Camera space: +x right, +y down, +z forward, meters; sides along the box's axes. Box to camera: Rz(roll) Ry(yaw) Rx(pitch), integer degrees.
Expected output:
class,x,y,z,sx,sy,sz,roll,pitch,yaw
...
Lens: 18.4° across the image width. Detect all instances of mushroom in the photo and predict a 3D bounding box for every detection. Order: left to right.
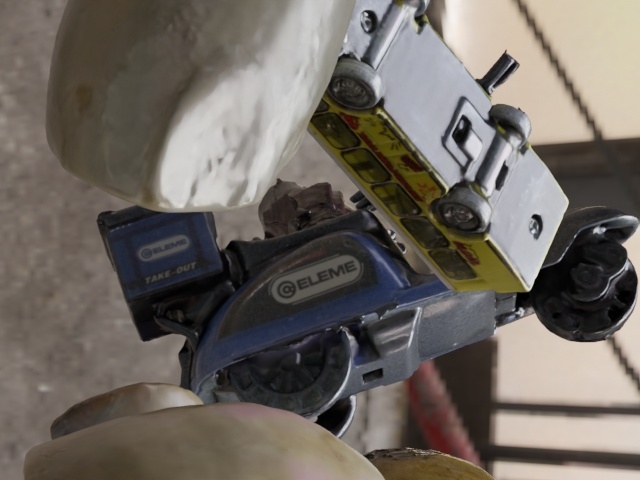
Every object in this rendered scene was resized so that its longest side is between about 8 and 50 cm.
class,x,y,z,sx,sy,sz,roll,pitch,yaw
mushroom,-0.058,0.142,1.111,0.162,0.236,0.173,-34,139,0
mushroom,-0.039,-0.149,0.906,0.128,0.128,0.350,37,50,-38

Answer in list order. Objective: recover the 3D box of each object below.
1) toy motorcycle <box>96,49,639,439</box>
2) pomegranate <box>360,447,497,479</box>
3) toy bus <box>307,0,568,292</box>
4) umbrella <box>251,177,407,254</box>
class,x,y,z,sx,sy,sz,roll,pitch,yaw
toy motorcycle,0.041,0.013,1.379,0.358,0.125,0.213,-18,66,-6
pomegranate,0.082,0.360,1.913,0.322,0.322,0.322,2,87,-45
toy bus,0.049,-0.068,1.066,0.226,0.074,0.081,46,57,-32
umbrella,0.000,0.000,1.700,0.094,0.326,0.090,31,93,-20
